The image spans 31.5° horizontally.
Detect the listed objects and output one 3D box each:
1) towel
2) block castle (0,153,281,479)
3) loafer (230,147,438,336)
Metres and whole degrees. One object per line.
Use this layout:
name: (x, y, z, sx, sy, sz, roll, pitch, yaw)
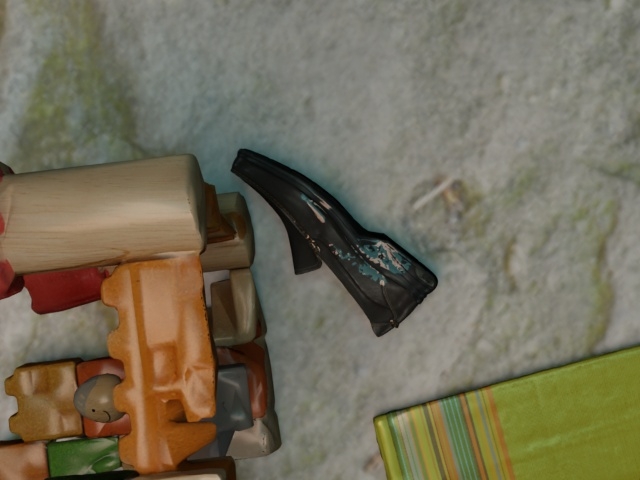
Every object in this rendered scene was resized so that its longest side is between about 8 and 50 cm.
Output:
towel: (0.163, 0.143, 0.817, 0.237, 0.021, 0.102, -15, 94, 0)
block castle: (-0.137, 0.180, 0.682, 0.213, 0.303, 0.453, -7, 88, 3)
loafer: (0.000, 0.000, 0.803, 0.170, 0.062, 0.061, 38, 95, 3)
